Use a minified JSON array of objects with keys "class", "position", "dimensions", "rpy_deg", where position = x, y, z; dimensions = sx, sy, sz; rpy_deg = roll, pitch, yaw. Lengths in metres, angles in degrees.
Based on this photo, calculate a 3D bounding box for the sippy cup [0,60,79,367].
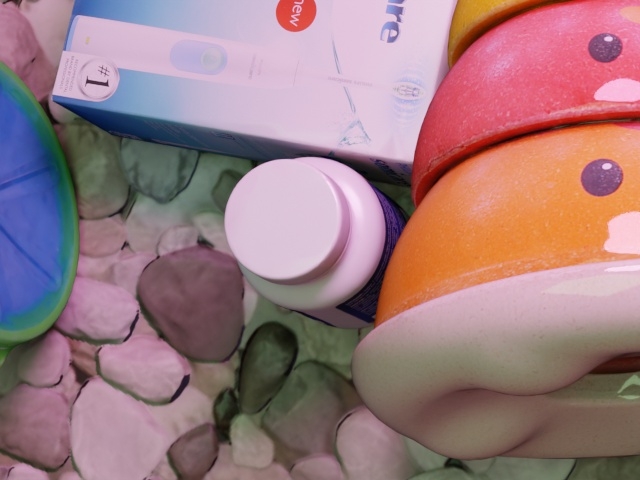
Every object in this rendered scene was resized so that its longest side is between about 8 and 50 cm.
[{"class":"sippy cup","position":[-0.342,-0.014,1.396],"dimensions":[0.224,0.240,0.305],"rpy_deg":[-12,34,24]}]

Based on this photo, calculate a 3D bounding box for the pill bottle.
[{"class":"pill bottle","position":[0.000,0.000,1.300],"dimensions":[0.112,0.187,0.112],"rpy_deg":[-3,80,15]}]

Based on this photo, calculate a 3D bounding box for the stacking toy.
[{"class":"stacking toy","position":[0.184,-0.108,1.210],"dimensions":[0.351,0.350,0.480],"rpy_deg":[-9,70,15]}]

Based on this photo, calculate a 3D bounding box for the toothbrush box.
[{"class":"toothbrush box","position":[-0.028,-0.171,1.370],"dimensions":[0.295,0.126,0.216],"rpy_deg":[12,84,16]}]
